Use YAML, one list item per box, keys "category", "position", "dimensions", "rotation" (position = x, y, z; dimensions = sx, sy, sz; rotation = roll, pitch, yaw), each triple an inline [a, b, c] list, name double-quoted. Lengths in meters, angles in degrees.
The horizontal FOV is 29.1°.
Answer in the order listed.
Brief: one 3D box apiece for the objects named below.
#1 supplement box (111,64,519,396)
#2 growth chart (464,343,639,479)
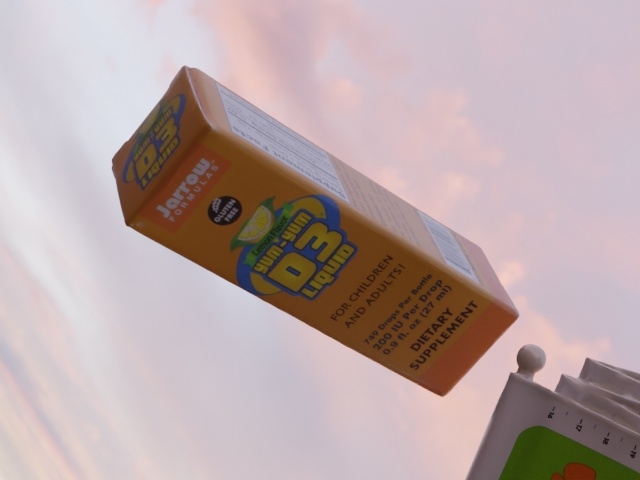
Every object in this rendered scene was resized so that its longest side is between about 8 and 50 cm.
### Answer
- category: "supplement box"
  position: [0.000, 0.000, 0.692]
  dimensions: [0.233, 0.078, 0.080]
  rotation: [30, 21, -28]
- category: "growth chart"
  position: [0.164, 0.141, 0.595]
  dimensions: [0.237, 0.172, 0.021]
  rotation: [9, -13, 40]
